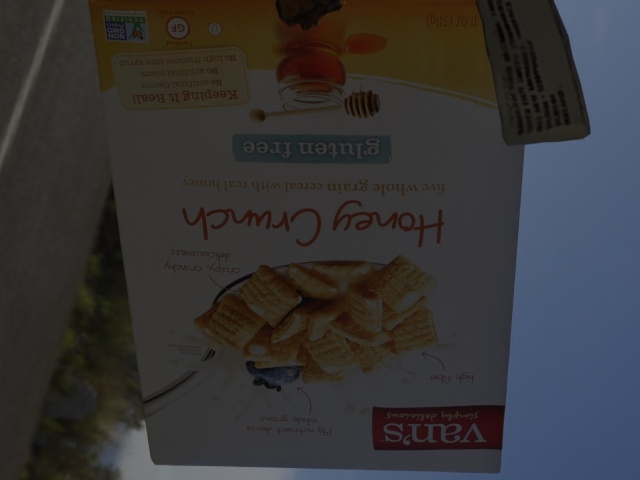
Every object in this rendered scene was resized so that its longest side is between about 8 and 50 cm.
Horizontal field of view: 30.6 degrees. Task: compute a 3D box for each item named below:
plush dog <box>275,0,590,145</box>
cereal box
[{"bbox_3d":[0.102,-0.163,0.358,0.225,0.262,0.210,-28,161,-38],"label":"plush dog"},{"bbox_3d":[0.000,0.000,0.515,0.047,0.173,0.240,-81,170,-58],"label":"cereal box"}]
